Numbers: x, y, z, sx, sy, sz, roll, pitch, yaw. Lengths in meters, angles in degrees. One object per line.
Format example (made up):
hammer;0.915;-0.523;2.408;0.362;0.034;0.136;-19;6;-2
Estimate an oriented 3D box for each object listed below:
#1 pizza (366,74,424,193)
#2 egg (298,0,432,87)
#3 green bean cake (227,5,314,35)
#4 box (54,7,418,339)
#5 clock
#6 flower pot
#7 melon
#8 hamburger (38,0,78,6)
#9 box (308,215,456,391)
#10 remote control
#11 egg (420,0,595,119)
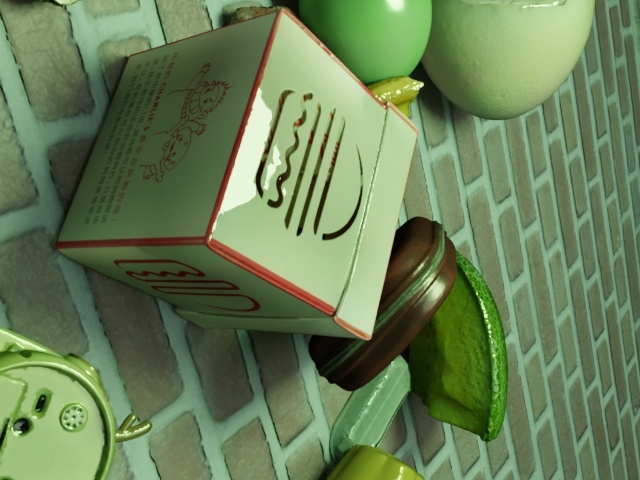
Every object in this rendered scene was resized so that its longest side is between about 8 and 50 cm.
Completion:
pizza;0.093;-0.135;1.309;0.280;0.075;0.287;-39;135;4
egg;0.076;-0.383;1.268;0.220;0.220;0.269;-56;140;-34
green bean cake;-0.067;-0.303;1.181;0.136;0.056;0.135;-21;70;-45
box;-0.100;-0.067;0.987;0.300;0.312;0.314;33;64;-43
clock;-0.330;0.225;0.834;0.308;0.096;0.235;26;68;-34
flower pot;0.083;0.456;1.285;0.195;0.195;0.179;47;64;-39
melon;0.253;0.171;1.478;0.331;0.226;0.343;-74;168;-77
hamburger;-0.324;-0.362;0.889;0.137;0.087;0.166;-49;124;-38
box;0.102;0.083;1.167;0.108;0.263;0.404;42;12;1
remote control;0.100;0.320;1.430;0.247;0.052;0.104;-54;127;-32
egg;0.358;-0.406;1.538;0.354;0.354;0.340;-52;150;-37
